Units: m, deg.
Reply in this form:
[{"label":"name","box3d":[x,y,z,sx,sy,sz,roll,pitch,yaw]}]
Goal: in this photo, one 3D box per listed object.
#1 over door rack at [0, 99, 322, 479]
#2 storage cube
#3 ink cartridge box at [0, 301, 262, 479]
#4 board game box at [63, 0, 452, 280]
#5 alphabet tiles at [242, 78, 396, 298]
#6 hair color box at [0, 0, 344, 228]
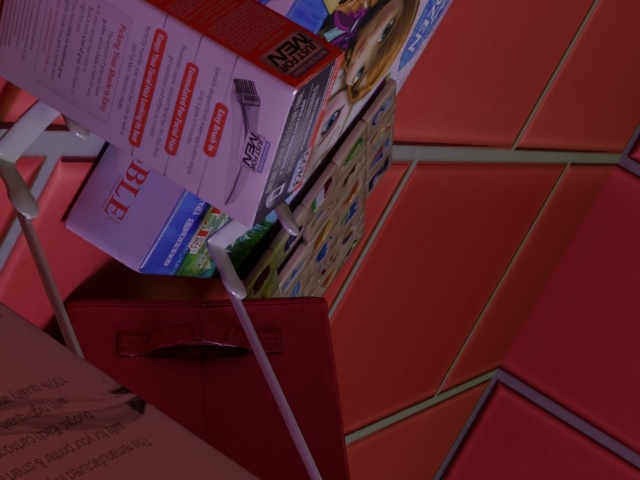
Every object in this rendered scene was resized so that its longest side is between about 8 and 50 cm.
[{"label":"over door rack","box3d":[-0.082,0.108,1.059,0.108,0.324,0.239,-24,156,23]},{"label":"storage cube","box3d":[-0.082,0.170,1.290,0.215,0.183,0.193,101,-15,-51]},{"label":"ink cartridge box","box3d":[-0.173,0.119,0.799,0.129,0.307,0.223,-62,165,17]},{"label":"board game box","box3d":[-0.014,-0.121,1.307,0.319,0.066,0.318,-59,166,7]},{"label":"alphabet tiles","box3d":[0.000,0.000,1.464,0.198,0.009,0.237,-55,168,-16]},{"label":"hair color box","box3d":[-0.080,-0.090,0.959,0.053,0.167,0.093,-42,159,-47]}]
